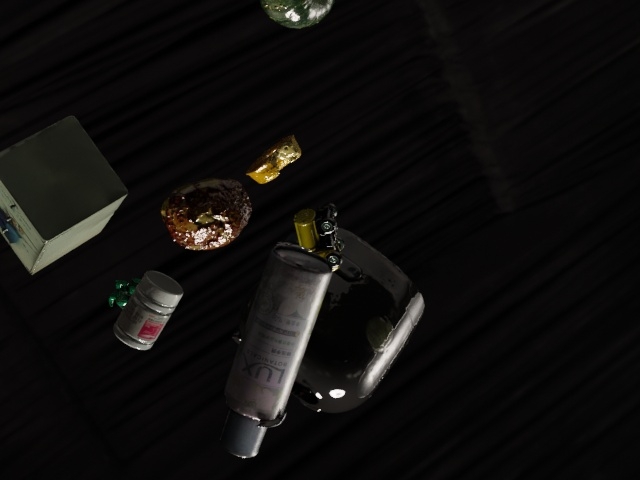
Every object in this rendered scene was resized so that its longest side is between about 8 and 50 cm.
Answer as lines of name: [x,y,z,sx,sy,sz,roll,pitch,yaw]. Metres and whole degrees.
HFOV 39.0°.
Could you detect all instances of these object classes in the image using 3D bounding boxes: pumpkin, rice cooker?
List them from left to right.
pumpkin: [-0.047,-0.537,1.876,0.146,0.190,0.190,4,127,50]
rice cooker: [0.007,0.122,1.370,0.267,0.224,0.267,37,162,14]

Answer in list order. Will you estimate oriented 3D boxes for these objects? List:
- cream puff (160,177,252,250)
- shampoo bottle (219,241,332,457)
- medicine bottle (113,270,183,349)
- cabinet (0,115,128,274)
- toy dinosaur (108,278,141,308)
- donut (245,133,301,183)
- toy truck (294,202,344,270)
cream puff: [-0.173,-0.035,1.379,0.149,0.149,0.084,99,154,-67]
shampoo bottle: [-0.050,0.113,0.899,0.072,0.072,0.214,36,112,50]
medicine bottle: [-0.226,0.091,1.187,0.058,0.091,0.058,30,-166,-8]
cabinet: [-0.417,-0.062,1.380,0.145,0.150,0.206,54,150,-1]
toy dinosaur: [-0.362,0.125,1.719,0.132,0.059,0.096,18,103,40]
donut: [-0.081,-0.140,1.601,0.043,0.108,0.097,53,160,-12]
toy truck: [0.000,0.000,1.172,0.049,0.054,0.083,-81,-19,-60]
